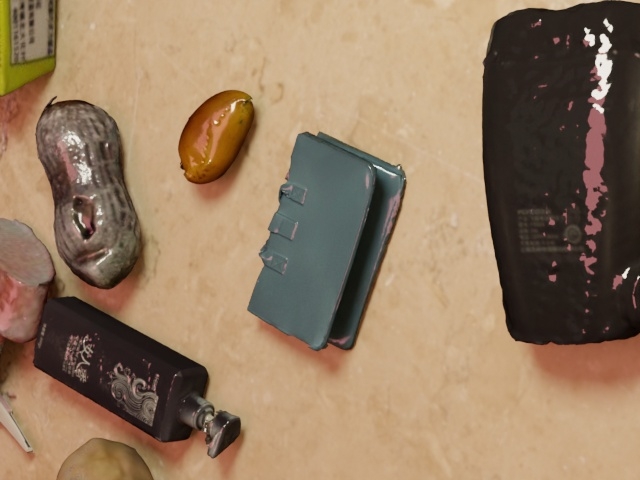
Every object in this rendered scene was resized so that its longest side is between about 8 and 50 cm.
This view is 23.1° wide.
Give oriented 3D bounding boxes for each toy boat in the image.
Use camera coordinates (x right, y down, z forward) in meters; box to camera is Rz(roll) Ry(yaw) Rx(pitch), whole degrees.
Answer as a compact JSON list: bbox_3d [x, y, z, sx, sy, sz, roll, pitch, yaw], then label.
[{"bbox_3d":[-0.435,0.122,2.043,0.206,0.096,0.282,49,126,43],"label":"toy boat"}]

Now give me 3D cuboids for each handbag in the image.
[{"bbox_3d":[0.000,0.000,1.730,0.144,0.057,0.221,28,108,38],"label":"handbag"}]

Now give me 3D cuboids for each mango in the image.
[{"bbox_3d":[-0.119,-0.122,1.809,0.077,0.063,0.127,46,112,32],"label":"mango"}]

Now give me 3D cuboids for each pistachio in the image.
[{"bbox_3d":[-0.257,0.348,1.891,0.152,0.126,0.223,-177,82,-74],"label":"pistachio"}]

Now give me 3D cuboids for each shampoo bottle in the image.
[{"bbox_3d":[-0.218,0.168,1.889,0.309,0.071,0.098,24,102,32],"label":"shampoo bottle"}]

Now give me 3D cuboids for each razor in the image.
[{"bbox_3d":[0.245,-0.064,1.508,0.189,0.107,0.327,-2,90,38],"label":"razor"}]

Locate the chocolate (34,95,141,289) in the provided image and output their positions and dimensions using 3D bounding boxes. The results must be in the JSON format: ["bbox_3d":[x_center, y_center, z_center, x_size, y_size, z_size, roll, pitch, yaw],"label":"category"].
[{"bbox_3d":[-0.282,-0.059,1.910,0.110,0.110,0.248,-18,77,36],"label":"chocolate"}]

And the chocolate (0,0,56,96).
[{"bbox_3d":[-0.468,-0.352,1.989,0.289,0.137,0.301,13,109,31],"label":"chocolate"}]

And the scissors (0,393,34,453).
[{"bbox_3d":[-0.428,0.219,2.076,0.176,0.022,0.085,46,115,30],"label":"scissors"}]
